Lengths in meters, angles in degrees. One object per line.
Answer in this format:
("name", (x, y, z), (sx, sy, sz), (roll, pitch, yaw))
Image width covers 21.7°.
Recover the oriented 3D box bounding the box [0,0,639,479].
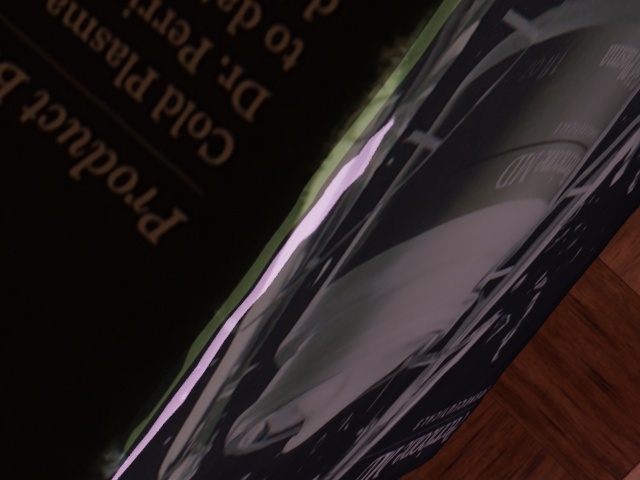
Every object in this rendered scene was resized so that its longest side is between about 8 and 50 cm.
("box", (0.009, -0.147, 0.616), (0.472, 0.297, 0.480), (-52, 165, 15))
